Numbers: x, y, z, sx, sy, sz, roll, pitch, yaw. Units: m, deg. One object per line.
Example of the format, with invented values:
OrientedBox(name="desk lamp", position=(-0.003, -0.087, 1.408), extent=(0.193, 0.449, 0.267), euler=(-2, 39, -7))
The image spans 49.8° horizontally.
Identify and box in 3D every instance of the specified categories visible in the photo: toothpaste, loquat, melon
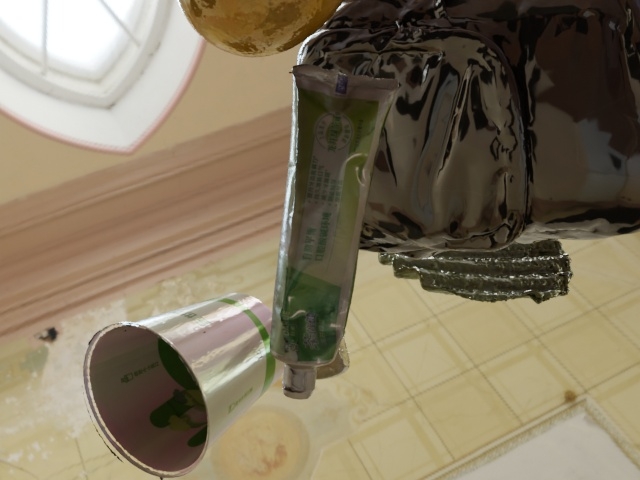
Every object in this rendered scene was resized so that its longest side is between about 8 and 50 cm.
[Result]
OrientedBox(name="toothpaste", position=(0.000, 0.000, 0.508), extent=(0.078, 0.248, 0.047), euler=(8, -168, -2))
OrientedBox(name="loquat", position=(-0.045, -0.216, 0.532), extent=(0.137, 0.163, 0.163), euler=(29, -134, -13))
OrientedBox(name="melon", position=(0.011, 0.126, 0.876), extent=(0.054, 0.182, 0.098), euler=(-6, -101, 6))

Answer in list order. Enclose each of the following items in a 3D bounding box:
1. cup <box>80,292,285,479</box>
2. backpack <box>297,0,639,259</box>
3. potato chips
OrientedBox(name="cup", position=(-0.205, 0.210, 1.134), extent=(0.253, 0.253, 0.274), euler=(21, -156, 24))
OrientedBox(name="backpack", position=(0.204, -0.142, 0.751), extent=(0.445, 0.364, 0.255), euler=(7, -150, 38))
OrientedBox(name="potato chips", position=(0.296, -0.002, 1.352), extent=(0.429, 0.070, 0.358), euler=(-2, -139, -22))
